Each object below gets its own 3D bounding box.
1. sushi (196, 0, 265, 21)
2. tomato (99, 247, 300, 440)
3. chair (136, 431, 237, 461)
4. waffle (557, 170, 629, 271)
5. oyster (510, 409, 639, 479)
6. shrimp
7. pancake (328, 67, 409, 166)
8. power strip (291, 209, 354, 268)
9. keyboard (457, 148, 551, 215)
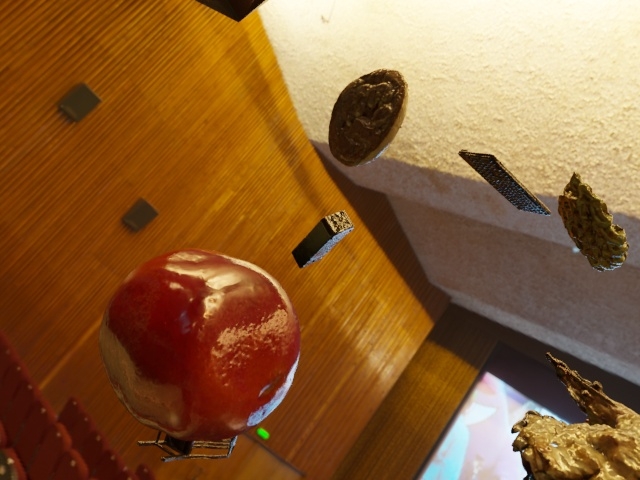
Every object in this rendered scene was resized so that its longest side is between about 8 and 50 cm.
[{"bbox_3d":[-0.081,-0.369,0.498,0.215,0.227,0.212,43,-7,43],"label":"sushi"},{"bbox_3d":[-0.201,0.169,0.942,0.293,0.325,0.290,22,-66,46],"label":"tomato"},{"bbox_3d":[-0.294,0.443,1.237,0.101,0.084,0.212,14,-8,36],"label":"chair"},{"bbox_3d":[0.583,-0.027,1.182,0.204,0.054,0.223,62,4,23],"label":"waffle"},{"bbox_3d":[0.300,0.224,0.589,0.163,0.081,0.191,28,26,29],"label":"oyster"},{"bbox_3d":[0.435,0.290,0.843,0.262,0.066,0.117,45,-36,49],"label":"shrimp"},{"bbox_3d":[0.070,-0.183,0.809,0.028,0.158,0.158,22,-2,-42],"label":"pancake"},{"bbox_3d":[0.000,0.000,0.675,0.029,0.037,0.111,60,-34,11],"label":"power strip"},{"bbox_3d":[0.434,-0.131,1.273,0.309,0.018,0.100,28,-4,-40],"label":"keyboard"}]
